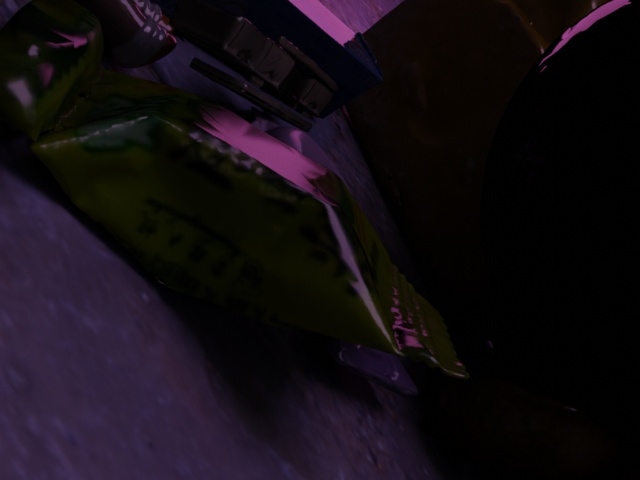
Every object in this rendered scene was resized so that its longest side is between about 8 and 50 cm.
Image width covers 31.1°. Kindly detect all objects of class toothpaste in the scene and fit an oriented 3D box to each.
[{"bbox_3d":[-0.042,-0.152,0.779,0.272,0.066,0.053,24,36,-63],"label":"toothpaste"}]

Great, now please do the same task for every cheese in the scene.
[{"bbox_3d":[0.000,0.000,0.660,0.105,0.042,0.191,33,28,-53],"label":"cheese"}]

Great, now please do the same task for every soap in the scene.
[{"bbox_3d":[0.207,-0.085,0.956,0.169,0.304,0.338,27,33,-53],"label":"soap"}]

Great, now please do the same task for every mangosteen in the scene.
[{"bbox_3d":[0.261,0.034,0.767,0.382,0.435,0.382,39,11,-9],"label":"mangosteen"}]

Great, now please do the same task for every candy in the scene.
[{"bbox_3d":[-0.040,-0.014,0.516,0.246,0.069,0.149,31,16,-11],"label":"candy"}]

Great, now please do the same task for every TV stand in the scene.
[{"bbox_3d":[-0.034,-0.101,0.677,0.036,0.042,0.249,30,4,10],"label":"TV stand"}]

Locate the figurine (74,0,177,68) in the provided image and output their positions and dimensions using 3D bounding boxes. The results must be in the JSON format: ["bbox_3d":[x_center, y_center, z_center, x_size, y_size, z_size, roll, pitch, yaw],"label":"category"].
[{"bbox_3d":[-0.122,-0.181,0.556,0.197,0.093,0.147,50,7,-30],"label":"figurine"}]
